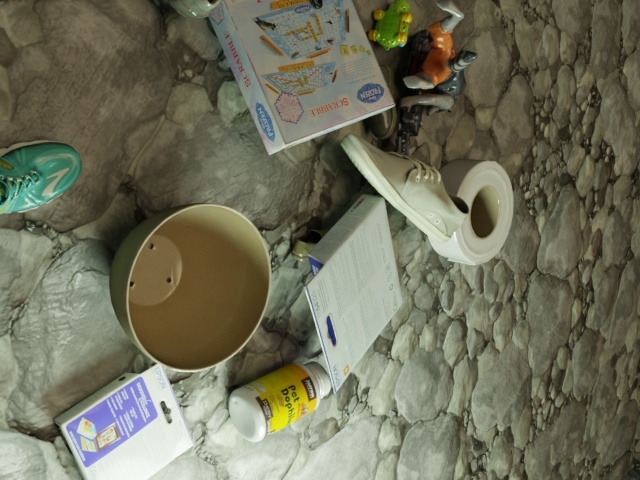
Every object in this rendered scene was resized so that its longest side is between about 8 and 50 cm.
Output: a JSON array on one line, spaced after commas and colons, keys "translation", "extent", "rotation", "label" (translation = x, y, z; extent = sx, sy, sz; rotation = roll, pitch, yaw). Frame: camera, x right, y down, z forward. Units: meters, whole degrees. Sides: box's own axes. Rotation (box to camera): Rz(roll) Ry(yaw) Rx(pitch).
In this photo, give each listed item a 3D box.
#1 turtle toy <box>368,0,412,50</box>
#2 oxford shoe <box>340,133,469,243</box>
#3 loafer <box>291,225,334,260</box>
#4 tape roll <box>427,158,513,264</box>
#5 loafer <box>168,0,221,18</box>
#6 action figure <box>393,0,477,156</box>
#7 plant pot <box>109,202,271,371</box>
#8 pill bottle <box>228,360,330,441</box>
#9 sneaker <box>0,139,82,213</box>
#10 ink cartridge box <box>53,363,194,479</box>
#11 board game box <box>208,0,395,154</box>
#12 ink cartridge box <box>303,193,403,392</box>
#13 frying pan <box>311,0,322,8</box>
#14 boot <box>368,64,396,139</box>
[{"translation": [0.171, -0.500, 1.564], "extent": [0.066, 0.095, 0.130], "rotation": [22, 83, -65], "label": "turtle toy"}, {"translation": [0.207, -0.139, 1.585], "extent": [0.130, 0.169, 0.449], "rotation": [-43, 134, 15], "label": "oxford shoe"}, {"translation": [0.000, 0.000, 1.506], "extent": [0.148, 0.056, 0.050], "rotation": [-28, 139, -37], "label": "loafer"}, {"translation": [0.412, -0.080, 1.855], "extent": [0.286, 0.100, 0.286], "rotation": [-10, 104, -43], "label": "tape roll"}, {"translation": [-0.168, -0.531, 1.139], "extent": [0.112, 0.111, 0.320], "rotation": [13, 90, -44], "label": "loafer"}, {"translation": [0.271, -0.352, 1.580], "extent": [0.330, 0.178, 0.341], "rotation": [23, 77, -76], "label": "action figure"}, {"translation": [-0.256, 0.068, 1.191], "extent": [0.284, 0.191, 0.284], "rotation": [-9, 103, -42], "label": "plant pot"}, {"translation": [-0.083, 0.337, 1.455], "extent": [0.215, 0.117, 0.117], "rotation": [-20, 111, -39], "label": "pill bottle"}, {"translation": [-0.479, -0.076, 1.010], "extent": [0.275, 0.110, 0.107], "rotation": [-28, 116, -37], "label": "sneaker"}, {"translation": [-0.356, 0.356, 1.251], "extent": [0.208, 0.045, 0.206], "rotation": [-31, 117, -34], "label": "ink cartridge box"}, {"translation": [-0.032, -0.367, 1.339], "extent": [0.318, 0.066, 0.318], "rotation": [-26, 95, -37], "label": "board game box"}, {"translation": [0.065, 0.116, 1.529], "extent": [0.330, 0.071, 0.324], "rotation": [-45, 135, -37], "label": "ink cartridge box"}, {"translation": [-0.050, -0.638, 1.321], "extent": [0.197, 0.053, 0.326], "rotation": [-51, 119, -28], "label": "frying pan"}, {"translation": [0.080, -0.330, 1.514], "extent": [0.208, 0.076, 0.190], "rotation": [0, 84, -50], "label": "boot"}]
